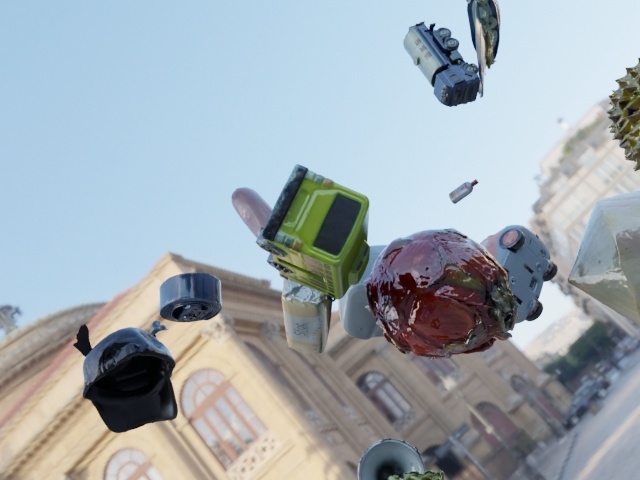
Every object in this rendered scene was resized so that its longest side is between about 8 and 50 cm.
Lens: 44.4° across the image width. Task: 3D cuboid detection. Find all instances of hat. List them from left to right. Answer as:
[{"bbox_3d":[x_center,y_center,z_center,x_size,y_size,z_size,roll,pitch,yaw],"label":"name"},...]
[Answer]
[{"bbox_3d":[-0.487,0.325,2.001,0.238,0.209,0.336,-14,-46,-10],"label":"hat"}]

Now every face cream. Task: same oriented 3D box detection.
[{"bbox_3d":[0.369,-0.129,2.012,0.083,0.040,0.021,-37,-50,21],"label":"face cream"}]

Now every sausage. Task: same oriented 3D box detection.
[{"bbox_3d":[-0.147,-0.059,1.850,0.077,0.194,0.077,-26,-37,-22],"label":"sausage"}]

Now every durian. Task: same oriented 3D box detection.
[{"bbox_3d":[0.497,-0.182,1.139,0.132,0.165,0.182,-13,-13,-15],"label":"durian"}]

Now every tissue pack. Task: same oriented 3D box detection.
[{"bbox_3d":[-0.021,0.096,1.524,0.222,0.090,0.186,90,-173,-58],"label":"tissue pack"},{"bbox_3d":[0.216,0.131,2.100,0.236,0.333,0.229,-87,0,-56],"label":"tissue pack"}]

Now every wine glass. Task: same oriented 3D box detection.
[{"bbox_3d":[0.169,0.579,1.930,0.165,0.165,0.196,-38,-17,-13],"label":"wine glass"}]

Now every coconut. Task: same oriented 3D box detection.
[{"bbox_3d":[0.702,0.040,1.719,0.329,0.329,0.328,-36,-22,-17],"label":"coconut"}]

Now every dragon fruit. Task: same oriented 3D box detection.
[{"bbox_3d":[0.241,0.113,1.635,0.343,0.277,0.277,-14,3,43],"label":"dragon fruit"}]

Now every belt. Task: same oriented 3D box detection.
[{"bbox_3d":[-0.309,0.142,1.853,0.141,0.082,0.190,8,-26,-24],"label":"belt"}]

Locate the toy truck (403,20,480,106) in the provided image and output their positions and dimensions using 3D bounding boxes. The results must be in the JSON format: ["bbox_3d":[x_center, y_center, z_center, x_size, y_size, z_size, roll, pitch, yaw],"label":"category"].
[{"bbox_3d":[0.235,-0.354,1.548,0.088,0.201,0.074,-19,-31,-15],"label":"toy truck"}]

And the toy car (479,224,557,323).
[{"bbox_3d":[0.493,0.095,2.136,0.212,0.180,0.270,-6,52,55],"label":"toy car"}]

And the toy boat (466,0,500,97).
[{"bbox_3d":[0.344,-0.420,1.706,0.220,0.067,0.291,67,-148,-46],"label":"toy boat"}]

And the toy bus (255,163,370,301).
[{"bbox_3d":[0.000,0.000,1.209,0.262,0.150,0.128,79,-145,-74],"label":"toy bus"}]

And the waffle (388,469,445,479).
[{"bbox_3d":[0.179,0.538,1.596,0.184,0.036,0.169,-14,27,18],"label":"waffle"}]
